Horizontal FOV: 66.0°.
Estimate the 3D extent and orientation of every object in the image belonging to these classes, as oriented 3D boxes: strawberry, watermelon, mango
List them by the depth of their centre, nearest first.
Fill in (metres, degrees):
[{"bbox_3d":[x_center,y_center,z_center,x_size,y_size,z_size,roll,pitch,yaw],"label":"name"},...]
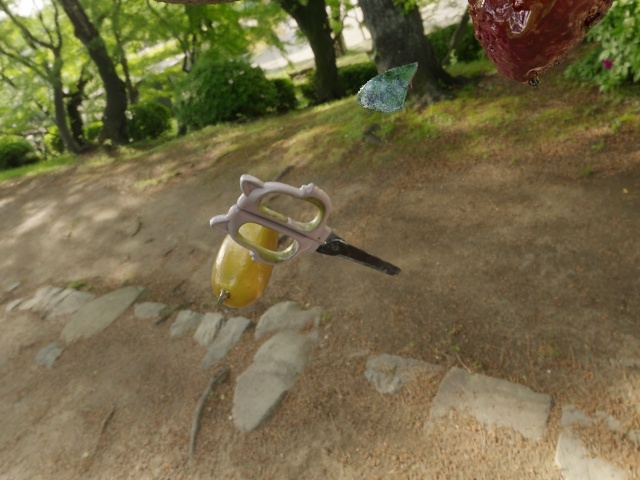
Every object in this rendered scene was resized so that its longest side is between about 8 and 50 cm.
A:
[{"bbox_3d":[0.353,-0.405,0.802,0.274,0.221,0.274,-54,-1,-1],"label":"strawberry"},{"bbox_3d":[0.155,-0.343,1.160,0.155,0.101,0.080,-3,-7,15],"label":"watermelon"},{"bbox_3d":[-0.171,0.041,1.189,0.119,0.176,0.316,5,46,21],"label":"mango"}]

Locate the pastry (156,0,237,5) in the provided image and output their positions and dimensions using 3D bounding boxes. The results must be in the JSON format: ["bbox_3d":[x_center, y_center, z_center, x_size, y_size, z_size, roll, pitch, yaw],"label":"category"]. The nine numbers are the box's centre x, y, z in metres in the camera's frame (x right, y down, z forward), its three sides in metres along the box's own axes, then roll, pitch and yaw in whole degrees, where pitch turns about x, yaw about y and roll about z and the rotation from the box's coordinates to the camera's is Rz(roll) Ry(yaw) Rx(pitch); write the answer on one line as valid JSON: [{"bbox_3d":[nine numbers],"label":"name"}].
[{"bbox_3d":[-0.188,-0.427,0.776,0.193,0.093,0.182,10,26,32],"label":"pastry"}]

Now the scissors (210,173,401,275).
[{"bbox_3d":[0.000,0.000,0.738,0.160,0.318,0.024,-49,34,29],"label":"scissors"}]
